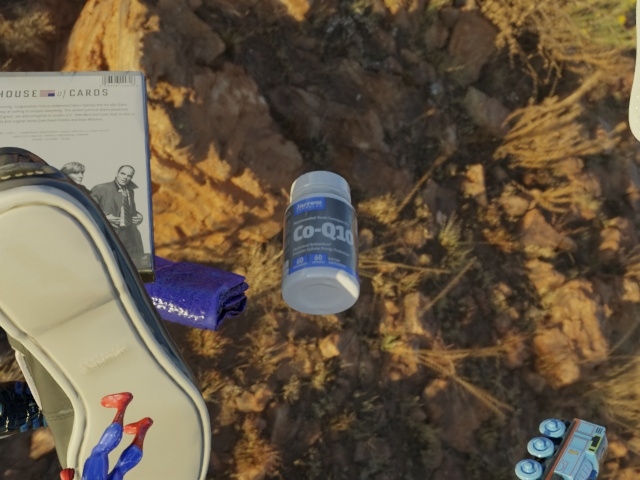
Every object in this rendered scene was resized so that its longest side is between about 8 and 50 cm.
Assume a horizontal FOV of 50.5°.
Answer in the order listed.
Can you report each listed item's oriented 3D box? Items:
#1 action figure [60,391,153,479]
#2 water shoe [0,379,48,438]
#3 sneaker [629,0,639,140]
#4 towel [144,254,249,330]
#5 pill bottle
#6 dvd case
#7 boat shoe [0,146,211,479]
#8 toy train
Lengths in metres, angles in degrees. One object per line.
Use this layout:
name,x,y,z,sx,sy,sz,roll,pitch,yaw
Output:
action figure,-0.113,0.128,0.342,0.115,0.030,0.038,-93,162,-63
water shoe,-0.378,0.215,0.910,0.203,0.080,0.073,12,61,-66
sneaker,0.205,-0.123,0.370,0.070,0.051,0.134,-38,137,-39
towel,-0.263,0.051,0.963,0.308,0.227,0.076,12,90,3
pill bottle,0.000,0.000,0.698,0.078,0.078,0.137,24,47,-29
dvd case,-0.251,-0.064,0.635,0.179,0.030,0.239,-3,59,-13
boat shoe,-0.160,0.082,0.496,0.112,0.335,0.095,-22,38,-15
toy train,0.387,0.362,1.090,0.184,0.105,0.080,-40,125,-39
